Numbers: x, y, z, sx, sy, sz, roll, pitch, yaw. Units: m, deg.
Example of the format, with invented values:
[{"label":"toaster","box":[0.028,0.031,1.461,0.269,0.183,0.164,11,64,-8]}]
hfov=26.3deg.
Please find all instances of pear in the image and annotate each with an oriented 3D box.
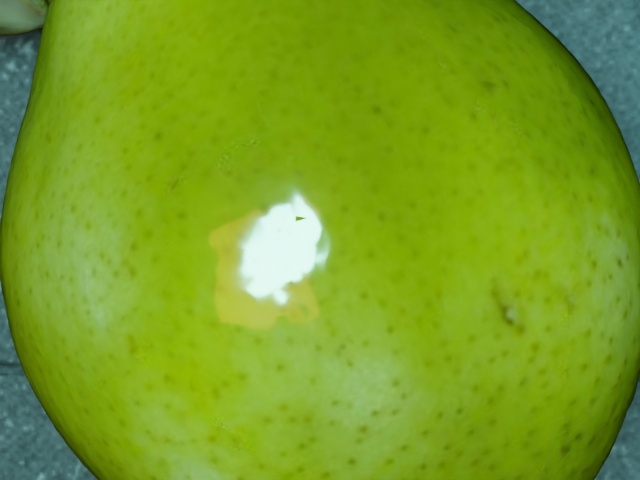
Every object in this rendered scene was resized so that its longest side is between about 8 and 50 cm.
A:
[{"label":"pear","box":[0.000,0.000,0.769,0.362,0.362,0.418,-20,93,11]}]

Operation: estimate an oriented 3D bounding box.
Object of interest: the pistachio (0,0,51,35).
[{"label":"pistachio","box":[-0.229,-0.274,0.872,0.230,0.230,0.309,-43,76,10]}]
